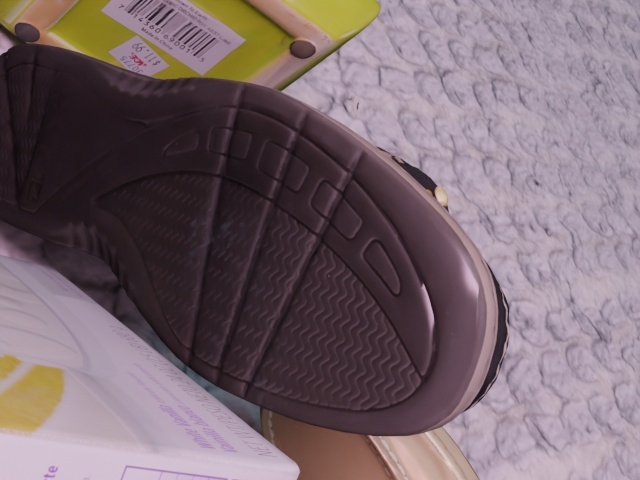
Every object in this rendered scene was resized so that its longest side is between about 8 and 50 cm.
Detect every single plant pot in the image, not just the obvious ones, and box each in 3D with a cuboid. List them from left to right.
[{"bbox_3d":[-0.086,-0.213,0.781,0.228,0.227,0.207,32,47,-31],"label":"plant pot"}]

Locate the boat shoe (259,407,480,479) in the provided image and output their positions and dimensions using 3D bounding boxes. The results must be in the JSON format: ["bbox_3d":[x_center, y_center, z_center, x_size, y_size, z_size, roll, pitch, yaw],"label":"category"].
[{"bbox_3d":[0.052,0.226,0.675,0.110,0.121,0.341,-23,82,-56],"label":"boat shoe"}]

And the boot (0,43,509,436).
[{"bbox_3d":[0.000,0.000,0.661,0.284,0.377,0.138,14,96,-51],"label":"boot"}]

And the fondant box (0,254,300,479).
[{"bbox_3d":[-0.206,0.054,0.414,0.330,0.096,0.238,17,7,-42],"label":"fondant box"}]
